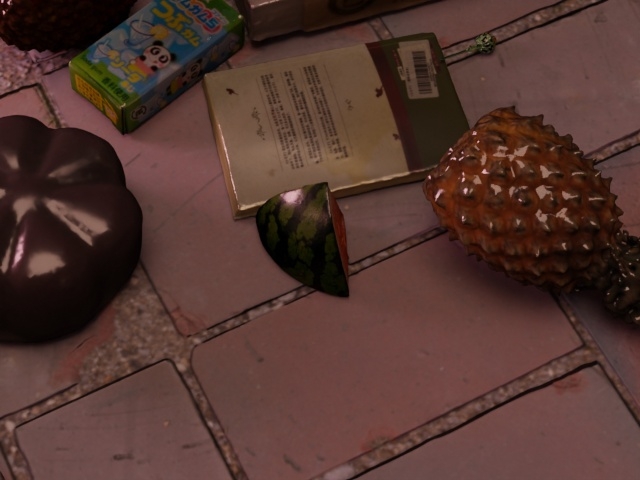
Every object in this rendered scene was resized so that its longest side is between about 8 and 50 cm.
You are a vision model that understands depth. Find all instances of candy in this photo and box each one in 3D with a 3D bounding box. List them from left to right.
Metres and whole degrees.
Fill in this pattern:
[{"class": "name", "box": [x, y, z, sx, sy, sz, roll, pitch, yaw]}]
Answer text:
[{"class": "candy", "box": [-0.191, -0.220, 1.590, 0.097, 0.062, 0.194, 41, 67, 19]}, {"class": "candy", "box": [0.175, -0.229, 1.615, 0.083, 0.025, 0.023, -20, 22, -26]}]

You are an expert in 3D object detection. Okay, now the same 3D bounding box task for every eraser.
[{"class": "eraser", "box": [0.055, -0.352, 1.651, 0.344, 0.078, 0.144, -17, 62, -12]}]

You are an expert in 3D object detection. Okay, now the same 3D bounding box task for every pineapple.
[{"class": "pineapple", "box": [0.281, 0.013, 1.434, 0.361, 0.175, 0.175, 43, 68, 3]}]

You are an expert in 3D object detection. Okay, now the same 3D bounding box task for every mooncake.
[{"class": "mooncake", "box": [-0.312, -0.014, 1.442, 0.245, 0.133, 0.244, 4, 58, -6]}]

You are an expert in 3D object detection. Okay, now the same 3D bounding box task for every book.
[{"class": "book", "box": [0.021, -0.139, 1.569, 0.290, 0.026, 0.201, -11, 62, -7]}]

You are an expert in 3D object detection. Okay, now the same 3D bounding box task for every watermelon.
[{"class": "watermelon", "box": [0.000, 0.000, 1.482, 0.094, 0.125, 0.135, -33, 96, -49]}]

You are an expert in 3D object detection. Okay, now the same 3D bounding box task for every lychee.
[{"class": "lychee", "box": [-0.301, -0.309, 1.578, 0.188, 0.188, 0.188, 1, 62, -1]}]

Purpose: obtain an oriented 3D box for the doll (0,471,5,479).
[{"class": "doll", "box": [-0.362, 0.286, 1.315, 0.161, 0.059, 0.160, 20, 64, 10]}]
